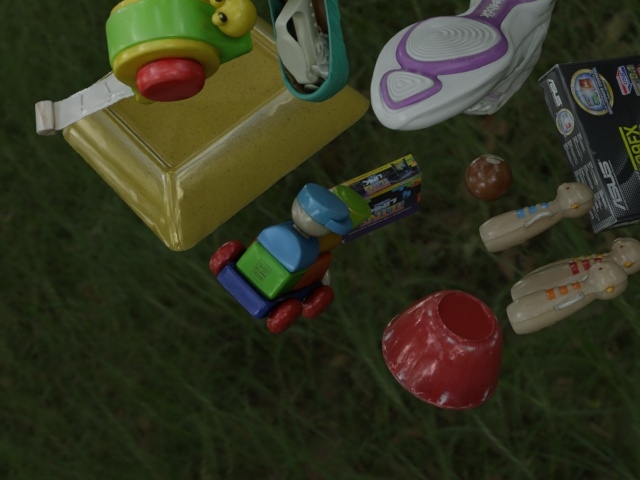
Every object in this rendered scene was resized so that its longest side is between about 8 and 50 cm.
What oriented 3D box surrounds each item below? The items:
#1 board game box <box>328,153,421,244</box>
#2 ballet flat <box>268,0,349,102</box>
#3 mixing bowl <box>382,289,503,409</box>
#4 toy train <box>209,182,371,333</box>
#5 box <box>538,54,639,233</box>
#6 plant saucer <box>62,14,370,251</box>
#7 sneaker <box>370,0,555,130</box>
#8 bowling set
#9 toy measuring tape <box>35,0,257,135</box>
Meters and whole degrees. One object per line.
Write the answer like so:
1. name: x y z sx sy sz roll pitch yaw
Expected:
1. board game box: 0.097 -0.071 2.232 0.170 0.141 0.048 -24 63 -8
2. ballet flat: -0.023 -0.262 1.323 0.083 0.247 0.087 -3 24 24
3. mixing bowl: 0.188 0.137 1.747 0.181 0.181 0.098 -89 18 -44
4. toy train: 0.000 0.000 1.307 0.143 0.105 0.248 -49 -12 20
5. box: 0.488 -0.159 1.971 0.060 0.216 0.270 -40 63 58
6. plant saucer: -0.159 -0.187 1.671 0.332 0.081 0.333 -39 51 -12
7. sneaker: 0.155 -0.168 1.258 0.114 0.152 0.305 26 44 25
8. bowling set: 0.259 -0.020 1.363 0.154 0.200 0.287 -24 2 13
9. toy measuring tape: -0.207 -0.184 1.269 0.330 0.121 0.121 -18 46 32
